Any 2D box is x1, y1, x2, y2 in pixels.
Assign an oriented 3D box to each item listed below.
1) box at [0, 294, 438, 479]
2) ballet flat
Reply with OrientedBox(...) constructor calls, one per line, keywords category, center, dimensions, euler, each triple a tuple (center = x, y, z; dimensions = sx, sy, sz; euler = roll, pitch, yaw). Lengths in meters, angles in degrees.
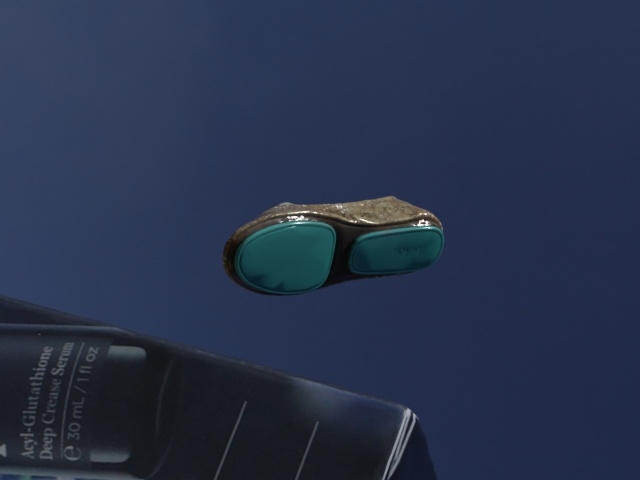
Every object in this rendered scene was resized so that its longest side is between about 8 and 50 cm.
OrientedBox(category="box", center=(-0.166, 0.200, 0.852), dimensions=(0.212, 0.395, 0.293), euler=(69, 38, -61))
OrientedBox(category="ballet flat", center=(0.000, 0.000, 1.269), dimensions=(0.067, 0.206, 0.073), euler=(38, -60, 45))
